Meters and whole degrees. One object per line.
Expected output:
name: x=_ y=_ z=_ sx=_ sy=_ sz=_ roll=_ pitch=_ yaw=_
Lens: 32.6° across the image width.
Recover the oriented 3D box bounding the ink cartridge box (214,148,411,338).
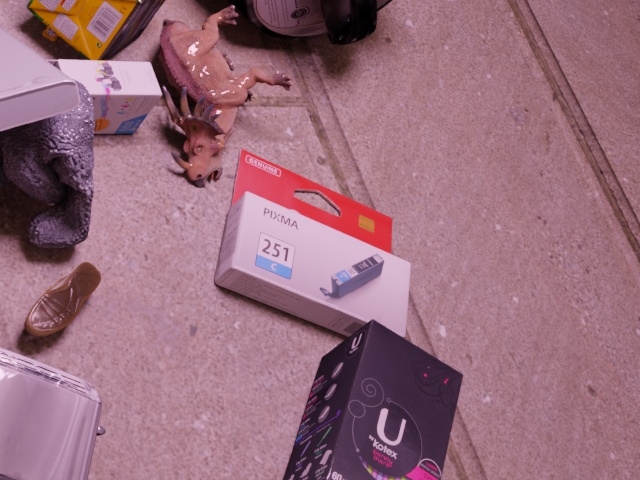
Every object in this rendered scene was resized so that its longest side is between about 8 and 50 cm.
ink cartridge box: x=0.000 y=0.000 z=1.662 sx=0.296 sy=0.066 sz=0.261 roll=23 pitch=51 yaw=-22

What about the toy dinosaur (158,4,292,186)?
toy dinosaur: x=-0.187 y=-0.248 z=1.660 sx=0.200 sy=0.127 sz=0.295 roll=-23 pitch=70 yaw=-36

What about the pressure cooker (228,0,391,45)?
pressure cooker: x=-0.015 y=-0.536 z=1.779 sx=0.370 sy=0.375 sz=0.420 roll=-1 pitch=57 yaw=-49

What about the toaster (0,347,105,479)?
toaster: x=-0.351 y=0.207 z=1.205 sx=0.227 sy=0.129 sz=0.146 roll=26 pitch=63 yaw=-26

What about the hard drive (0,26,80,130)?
hard drive: x=-0.444 y=-0.194 z=1.327 sx=0.203 sy=0.040 sz=0.307 roll=-21 pitch=32 yaw=-26

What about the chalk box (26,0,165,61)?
chalk box: x=-0.309 y=-0.375 z=1.626 sx=0.132 sy=0.132 sz=0.213 roll=40 pitch=28 yaw=-6

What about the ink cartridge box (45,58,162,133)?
ink cartridge box: x=-0.329 y=-0.199 z=1.530 sx=0.181 sy=0.104 sz=0.061 roll=-5 pitch=64 yaw=-37

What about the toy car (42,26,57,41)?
toy car: x=-0.364 y=-0.265 z=1.593 sx=0.122 sy=0.040 sz=0.060 roll=41 pitch=46 yaw=-6

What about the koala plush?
koala plush: x=-0.403 y=-0.115 z=1.378 sx=0.221 sy=0.203 sz=0.196 roll=0 pitch=55 yaw=-18

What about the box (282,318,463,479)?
box: x=0.069 y=0.271 z=1.475 sx=0.165 sy=0.143 sz=0.270 roll=32 pitch=47 yaw=-15

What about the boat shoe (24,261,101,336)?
boat shoe: x=-0.330 y=0.081 z=1.384 sx=0.050 sy=0.045 sz=0.135 roll=50 pitch=41 yaw=-8
